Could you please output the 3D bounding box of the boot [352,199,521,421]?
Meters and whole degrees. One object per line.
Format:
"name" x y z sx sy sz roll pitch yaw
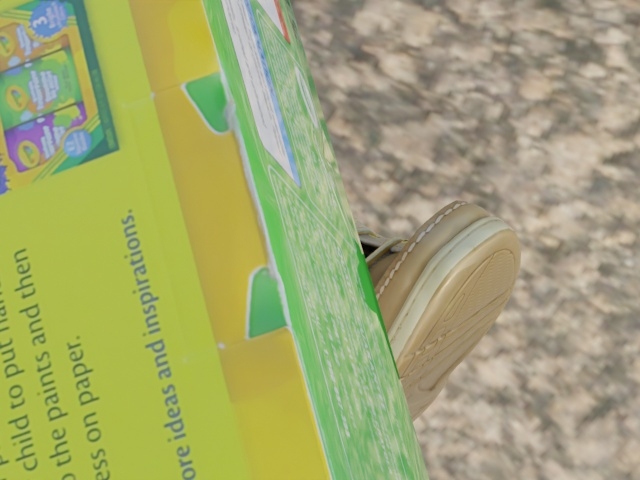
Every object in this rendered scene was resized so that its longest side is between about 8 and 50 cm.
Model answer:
"boot" 0.000 0.000 1.015 0.095 0.262 0.203 -32 75 -23

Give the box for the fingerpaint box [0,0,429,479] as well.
"fingerpaint box" -0.164 0.073 0.656 0.371 0.163 0.445 -21 65 10
